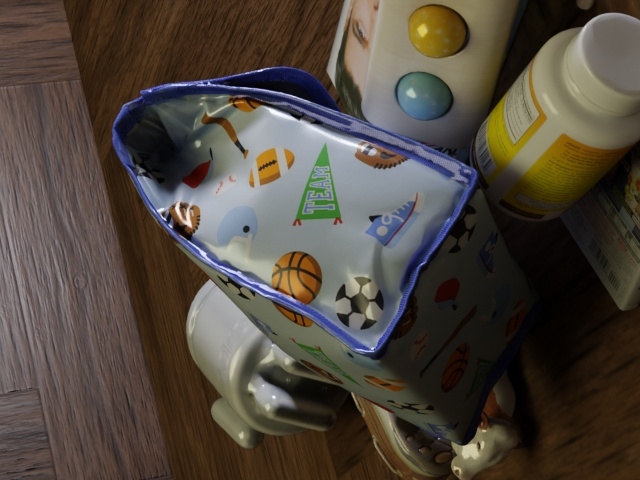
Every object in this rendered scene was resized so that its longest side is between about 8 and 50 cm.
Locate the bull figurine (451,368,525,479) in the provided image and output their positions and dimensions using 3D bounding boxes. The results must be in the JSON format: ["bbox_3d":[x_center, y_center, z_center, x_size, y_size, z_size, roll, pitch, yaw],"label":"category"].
[{"bbox_3d":[0.137,0.118,1.602,0.188,0.101,0.310,-8,82,36],"label":"bull figurine"}]

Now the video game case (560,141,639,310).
[{"bbox_3d":[0.275,-0.067,1.327,0.183,0.023,0.201,104,151,-44],"label":"video game case"}]

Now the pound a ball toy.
[{"bbox_3d":[0.160,-0.225,1.287,0.319,0.208,0.135,100,-170,-47],"label":"pound a ball toy"}]

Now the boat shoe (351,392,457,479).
[{"bbox_3d":[0.081,0.170,1.778,0.116,0.123,0.324,109,148,-53],"label":"boat shoe"}]

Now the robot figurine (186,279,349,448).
[{"bbox_3d":[-0.076,0.153,2.054,0.300,0.200,0.353,-65,29,7],"label":"robot figurine"}]

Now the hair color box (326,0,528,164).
[{"bbox_3d":[0.121,-0.265,1.517,0.374,0.114,0.185,106,148,-47],"label":"hair color box"}]

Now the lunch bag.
[{"bbox_3d":[0.000,0.000,1.424,0.385,0.239,0.328,24,166,29],"label":"lunch bag"}]

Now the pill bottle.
[{"bbox_3d":[0.222,-0.110,1.247,0.215,0.117,0.117,125,133,-61],"label":"pill bottle"}]
